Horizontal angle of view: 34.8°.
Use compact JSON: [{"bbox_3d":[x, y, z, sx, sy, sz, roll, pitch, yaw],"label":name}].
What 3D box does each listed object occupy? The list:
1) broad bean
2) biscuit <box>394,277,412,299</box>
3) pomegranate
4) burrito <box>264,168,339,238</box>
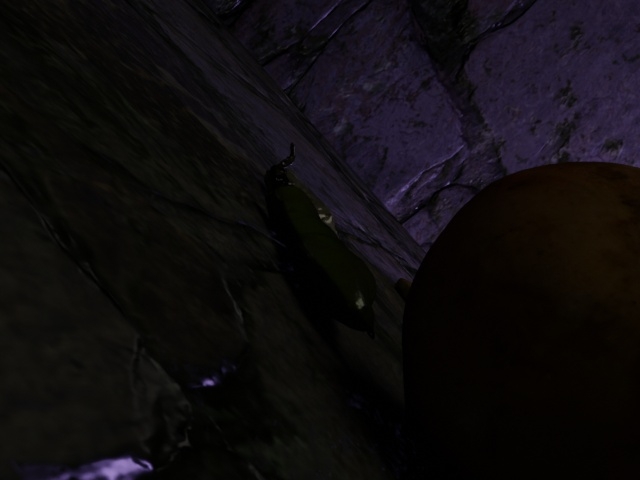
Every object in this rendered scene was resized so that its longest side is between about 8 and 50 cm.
[{"bbox_3d":[-0.006,0.006,0.951,0.325,0.067,0.075,-125,-159,-59],"label":"broad bean"},{"bbox_3d":[0.215,0.165,1.568,0.254,0.029,0.172,52,8,37],"label":"biscuit"},{"bbox_3d":[0.218,0.113,0.780,0.338,0.338,0.338,47,7,-7],"label":"pomegranate"},{"bbox_3d":[-0.025,-0.040,1.147,0.188,0.045,0.058,-125,-164,-60],"label":"burrito"}]
